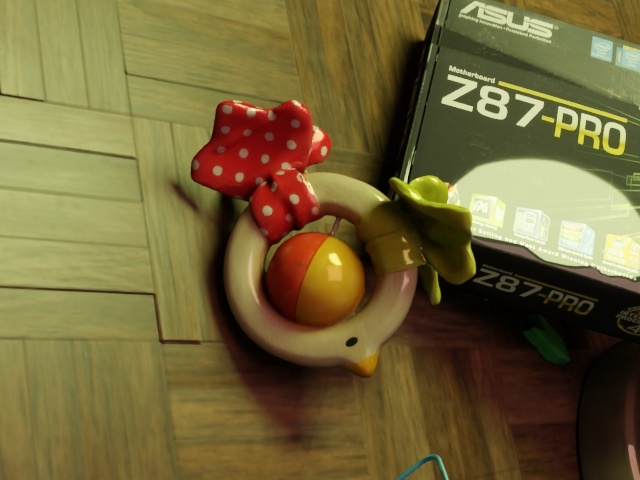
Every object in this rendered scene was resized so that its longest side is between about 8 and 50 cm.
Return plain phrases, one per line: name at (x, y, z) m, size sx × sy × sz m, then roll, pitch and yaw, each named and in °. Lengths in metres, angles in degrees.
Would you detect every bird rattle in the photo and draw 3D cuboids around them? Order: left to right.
bird rattle at (0.000, 0.000, 1.001) m, size 0.253 × 0.143 × 0.207 m, roll 21°, pitch 82°, yaw 0°

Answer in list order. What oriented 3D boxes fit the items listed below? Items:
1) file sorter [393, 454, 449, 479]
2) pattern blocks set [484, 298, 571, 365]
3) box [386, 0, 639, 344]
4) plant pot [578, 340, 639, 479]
file sorter at (0.110, 0.277, 0.974) m, size 0.170 × 0.104 × 0.118 m, roll 49°, pitch 7°, yaw -13°
pattern blocks set at (0.267, -0.017, 1.345) m, size 0.285 × 0.026 × 0.325 m, roll 39°, pitch 49°, yaw -21°
box at (0.274, -0.065, 1.210) m, size 0.395 × 0.097 × 0.318 m, roll 17°, pitch 54°, yaw -2°
plant pot at (0.478, 0.218, 1.243) m, size 0.323 × 0.280 × 0.323 m, roll 20°, pitch 57°, yaw -35°
